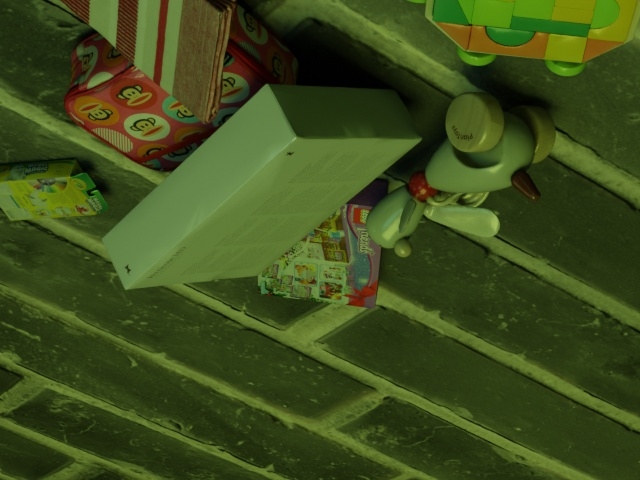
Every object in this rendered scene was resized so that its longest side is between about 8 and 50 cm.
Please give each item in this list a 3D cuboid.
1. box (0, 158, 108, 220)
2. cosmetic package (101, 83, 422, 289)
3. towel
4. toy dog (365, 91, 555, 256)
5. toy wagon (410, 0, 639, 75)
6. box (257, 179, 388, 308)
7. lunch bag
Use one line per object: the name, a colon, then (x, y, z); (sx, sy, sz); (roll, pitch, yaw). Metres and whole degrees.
box: (-0.433, -0.081, 2.318); (0.179, 0.043, 0.105); (-2, 144, 18)
cosmetic package: (-0.083, -0.072, 2.029); (0.377, 0.097, 0.284); (-39, 162, 33)
towel: (-0.240, -0.312, 1.798); (0.329, 0.037, 0.237); (41, 151, 13)
toy dog: (0.206, -0.065, 2.042); (0.220, 0.161, 0.333); (-9, 152, -23)
toy wagon: (0.228, -0.317, 1.811); (0.344, 0.068, 0.267); (6, 145, 3)
box: (0.000, 0.000, 2.329); (0.201, 0.057, 0.293); (8, 145, 3)
lunch bag: (-0.181, -0.208, 2.021); (0.293, 0.120, 0.258); (-20, 141, 32)
